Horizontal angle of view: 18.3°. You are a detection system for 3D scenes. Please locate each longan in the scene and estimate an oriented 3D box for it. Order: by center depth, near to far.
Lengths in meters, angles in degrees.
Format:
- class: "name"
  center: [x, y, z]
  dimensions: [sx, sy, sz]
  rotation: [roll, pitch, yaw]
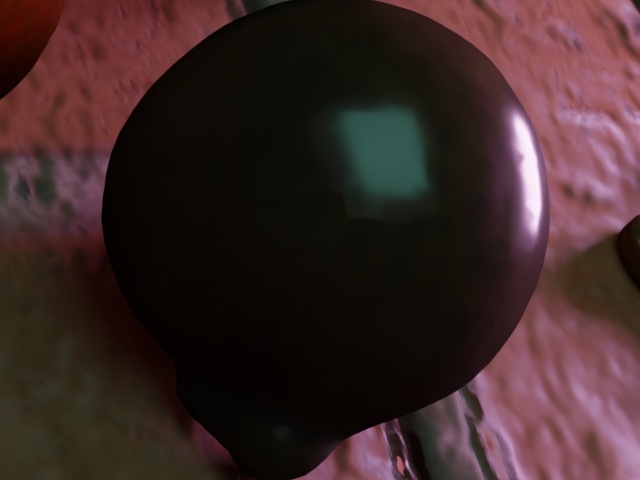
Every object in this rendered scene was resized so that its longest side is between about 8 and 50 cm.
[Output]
- class: "longan"
  center: [0.000, 0.000, 0.826]
  dimensions: [0.185, 0.159, 0.204]
  rotation: [12, 91, -7]

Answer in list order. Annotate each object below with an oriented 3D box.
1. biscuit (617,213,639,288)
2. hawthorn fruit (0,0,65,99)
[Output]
- class: "biscuit"
  center: [0.247, 0.000, 1.069]
  dimensions: [0.205, 0.031, 0.138]
  rotation: [-30, 79, -44]
- class: "hawthorn fruit"
  center: [-0.224, -0.122, 0.729]
  dimensions: [0.261, 0.224, 0.224]
  rotation: [-30, 79, -21]
